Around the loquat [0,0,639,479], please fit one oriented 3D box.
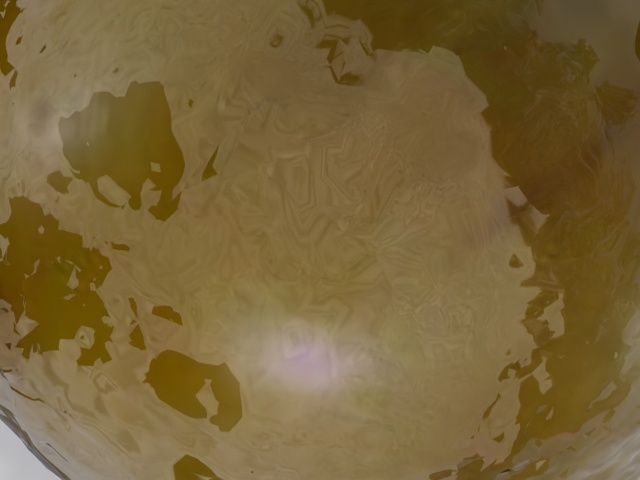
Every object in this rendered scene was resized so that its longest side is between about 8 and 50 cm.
[{"bbox_3d":[0.000,0.000,0.646,0.328,0.359,0.328,20,-5,2],"label":"loquat"}]
